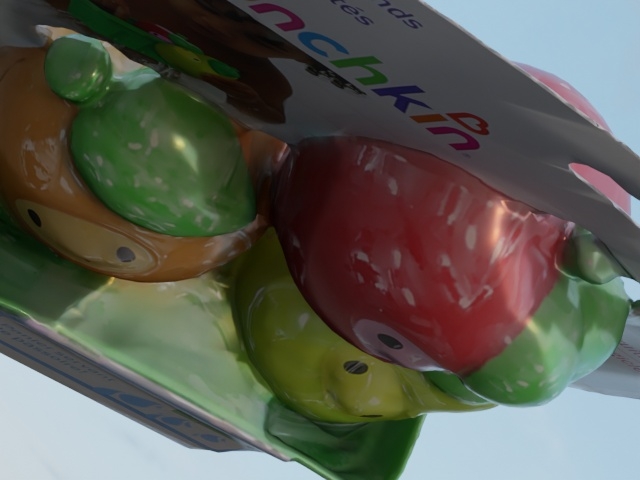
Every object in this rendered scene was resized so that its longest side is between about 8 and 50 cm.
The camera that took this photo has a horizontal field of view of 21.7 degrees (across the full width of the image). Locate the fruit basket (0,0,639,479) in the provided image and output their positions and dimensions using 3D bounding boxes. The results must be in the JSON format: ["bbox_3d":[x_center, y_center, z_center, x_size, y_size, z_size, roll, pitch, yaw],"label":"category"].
[{"bbox_3d":[0.000,0.000,0.586,0.327,0.165,0.353,32,-11,-30],"label":"fruit basket"}]
